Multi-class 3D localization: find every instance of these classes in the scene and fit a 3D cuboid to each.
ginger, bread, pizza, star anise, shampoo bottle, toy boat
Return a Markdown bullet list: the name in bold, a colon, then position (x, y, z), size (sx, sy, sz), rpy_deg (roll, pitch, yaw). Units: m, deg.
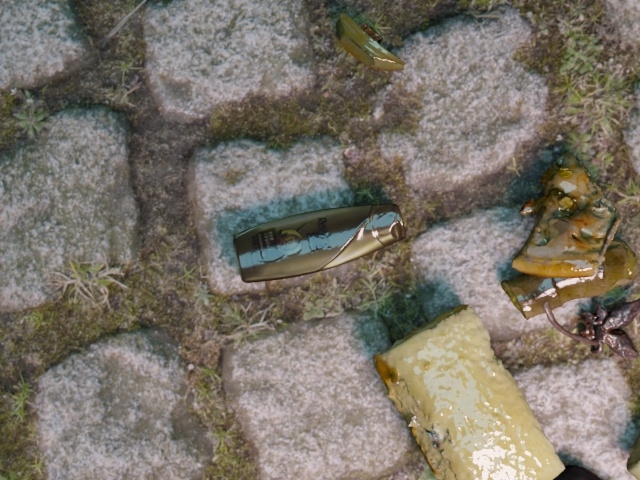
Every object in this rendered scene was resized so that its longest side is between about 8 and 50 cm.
- **ginger**: position (0.494, 0.067, 1.773), size (0.263, 0.116, 0.109), rpy_deg (-23, 44, 9)
- **bread**: position (0.281, 0.335, 1.749), size (0.236, 0.165, 0.375), rpy_deg (-28, 84, -1)
- **pizza**: position (0.487, -0.054, 1.742), size (0.189, 0.071, 0.297), rpy_deg (12, 59, 24)
- **star anise**: position (0.532, 0.162, 1.703), size (0.218, 0.227, 0.148), rpy_deg (42, 111, 10)
- **shampoo bottle**: position (0.000, 0.000, 1.839), size (0.350, 0.084, 0.126), rpy_deg (-12, 83, 5)
- **toy boat**: position (0.102, -0.410, 1.864), size (0.172, 0.065, 0.066), rpy_deg (41, 72, 4)

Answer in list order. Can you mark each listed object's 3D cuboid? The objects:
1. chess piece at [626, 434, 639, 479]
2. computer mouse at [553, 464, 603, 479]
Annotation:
- **chess piece**: position (0.799, 0.508, 1.664), size (0.442, 0.234, 0.234), rpy_deg (40, 91, 10)
- **computer mouse**: position (0.546, 0.570, 1.729), size (0.323, 0.116, 0.183), rpy_deg (35, 102, 19)
